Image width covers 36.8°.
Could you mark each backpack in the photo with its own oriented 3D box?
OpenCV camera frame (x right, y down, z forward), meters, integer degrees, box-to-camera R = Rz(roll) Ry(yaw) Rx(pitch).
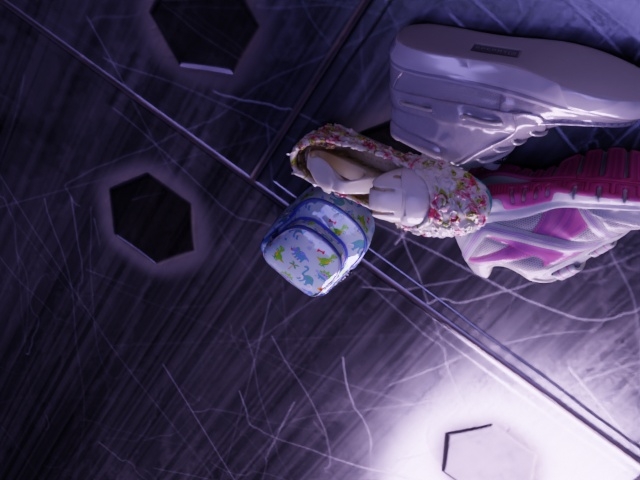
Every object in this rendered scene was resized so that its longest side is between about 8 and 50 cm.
[{"bbox_3d":[0.000,0.000,1.077,0.105,0.084,0.114,40,123,-6],"label":"backpack"}]

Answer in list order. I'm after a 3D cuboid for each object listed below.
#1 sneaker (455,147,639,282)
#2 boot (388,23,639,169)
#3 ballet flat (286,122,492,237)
[{"bbox_3d":[0.245,-0.019,0.960,0.252,0.103,0.111,-2,119,33],"label":"sneaker"},{"bbox_3d":[0.188,-0.125,0.931,0.258,0.095,0.123,18,131,22],"label":"boot"},{"bbox_3d":[0.058,-0.054,0.968,0.241,0.077,0.091,24,121,42],"label":"ballet flat"}]
